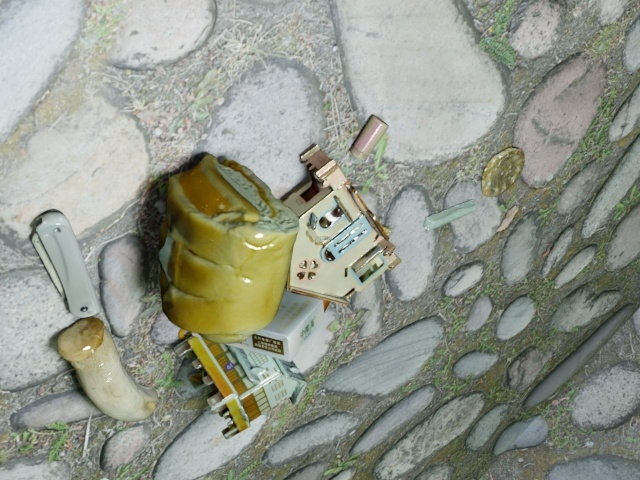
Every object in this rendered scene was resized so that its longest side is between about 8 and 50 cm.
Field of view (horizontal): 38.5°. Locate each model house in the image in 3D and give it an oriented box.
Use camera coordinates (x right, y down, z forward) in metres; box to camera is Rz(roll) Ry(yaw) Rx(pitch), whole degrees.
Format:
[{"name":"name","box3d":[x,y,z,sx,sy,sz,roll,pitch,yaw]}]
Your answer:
[{"name":"model house","box3d":[-0.176,0.289,2.031,0.215,0.224,0.198,-32,148,-12]},{"name":"model house","box3d":[0.000,0.000,1.945,0.244,0.169,0.326,-36,127,-3]}]

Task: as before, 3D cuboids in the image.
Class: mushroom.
[{"name":"mushroom","box3d":[-0.435,0.283,1.895,0.123,0.095,0.351,-52,148,-22]}]

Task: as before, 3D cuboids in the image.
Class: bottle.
[{"name":"bottle","box3d":[0.106,-0.221,1.991,0.045,0.045,0.096,15,113,-49]}]

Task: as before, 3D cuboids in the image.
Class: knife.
[{"name":"knife","box3d":[-0.469,0.050,1.693,0.073,0.040,0.265,-22,138,-13]}]

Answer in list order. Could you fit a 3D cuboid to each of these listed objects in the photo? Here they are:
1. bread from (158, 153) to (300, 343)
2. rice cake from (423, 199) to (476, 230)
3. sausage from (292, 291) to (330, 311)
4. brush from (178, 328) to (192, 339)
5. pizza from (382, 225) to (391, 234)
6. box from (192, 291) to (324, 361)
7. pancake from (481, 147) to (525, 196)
[{"name":"bread","box3d":[-0.205,0.038,1.728,0.210,0.300,0.341,-9,132,-32]},{"name":"rice cake","box3d":[0.337,-0.067,2.369,0.171,0.029,0.033,-21,142,-28]},{"name":"sausage","box3d":[-0.013,0.121,2.154,0.083,0.089,0.300,10,116,-41]},{"name":"brush","box3d":[-0.201,0.145,2.058,0.272,0.013,0.103,-31,140,-19]},{"name":"pizza","box3d":[0.126,-0.006,2.223,0.109,0.026,0.123,-23,135,-32]},{"name":"box","box3d":[-0.132,0.161,1.909,0.155,0.243,0.067,-43,137,-52]},{"name":"pancake","box3d":[0.477,-0.179,2.403,0.152,0.025,0.151,-26,140,-25]}]
